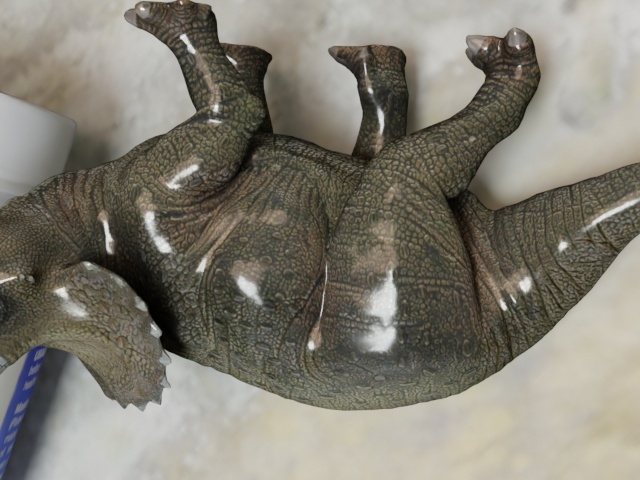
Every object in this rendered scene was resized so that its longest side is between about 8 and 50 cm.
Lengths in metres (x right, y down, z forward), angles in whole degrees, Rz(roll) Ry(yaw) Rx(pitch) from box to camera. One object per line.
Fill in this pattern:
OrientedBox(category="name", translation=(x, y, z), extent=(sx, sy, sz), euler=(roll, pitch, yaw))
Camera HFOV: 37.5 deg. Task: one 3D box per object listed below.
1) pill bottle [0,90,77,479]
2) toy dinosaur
OrientedBox(category="pill bottle", translation=(-0.205, 0.055, 0.416), extent=(0.152, 0.152, 0.271), euler=(19, 91, 27))
OrientedBox(category="toy dinosaur", translation=(0.000, 0.000, 0.360), extent=(0.314, 0.121, 0.160), euler=(5, 90, -2))
